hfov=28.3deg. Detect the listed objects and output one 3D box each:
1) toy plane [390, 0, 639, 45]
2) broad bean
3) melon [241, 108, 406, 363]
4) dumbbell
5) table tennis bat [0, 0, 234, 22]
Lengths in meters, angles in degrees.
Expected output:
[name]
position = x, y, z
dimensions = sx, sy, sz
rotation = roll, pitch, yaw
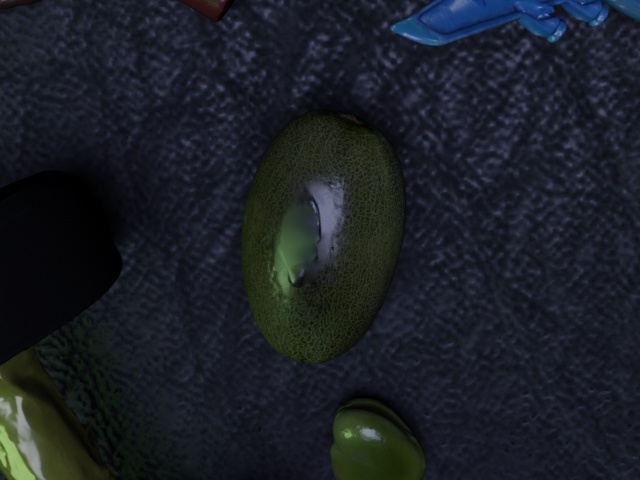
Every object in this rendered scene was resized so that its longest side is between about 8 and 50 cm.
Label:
[toy plane]
position = 0.134, -0.193, 0.690
dimensions = 0.271, 0.105, 0.254
rotation = 27, 70, -19
[broad bean]
position = 0.037, 0.142, 0.840
dimensions = 0.063, 0.045, 0.083
rotation = -13, 112, 9
[melon]
position = 0.000, 0.000, 0.775
dimensions = 0.099, 0.099, 0.162
rotation = 11, 109, 2
[dumbbell]
position = -0.166, 0.139, 0.772
dimensions = 0.203, 0.204, 0.322
rotation = -24, 102, 11
[table tennis bat]
position = -0.187, -0.222, 0.758
dimensions = 0.310, 0.038, 0.200
rotation = 29, 106, -3
